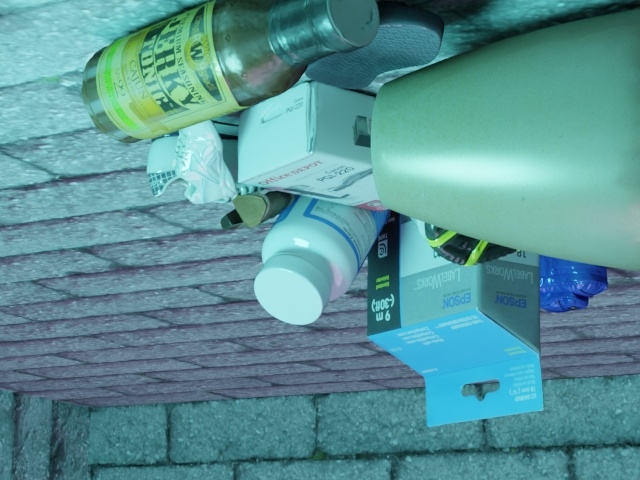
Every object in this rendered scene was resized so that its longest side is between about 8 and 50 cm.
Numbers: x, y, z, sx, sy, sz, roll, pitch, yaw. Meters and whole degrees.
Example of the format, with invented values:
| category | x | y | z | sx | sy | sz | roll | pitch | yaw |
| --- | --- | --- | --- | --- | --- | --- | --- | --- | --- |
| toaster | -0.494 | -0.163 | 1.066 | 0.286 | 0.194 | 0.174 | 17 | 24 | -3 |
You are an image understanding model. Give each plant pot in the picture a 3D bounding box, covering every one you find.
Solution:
| category | x | y | z | sx | sy | sz | roll | pitch | yaw |
| --- | --- | --- | --- | --- | --- | --- | --- | --- | --- |
| plant pot | 0.197 | -0.095 | 1.451 | 0.274 | 0.256 | 0.256 | 0 | 166 | 18 |

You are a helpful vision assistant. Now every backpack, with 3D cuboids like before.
| category | x | y | z | sx | sy | sz | roll | pitch | yaw |
| --- | --- | --- | --- | --- | --- | --- | --- | --- | --- |
| backpack | 0.403 | 0.062 | 2.378 | 0.120 | 0.101 | 0.098 | -13 | 167 | 35 |

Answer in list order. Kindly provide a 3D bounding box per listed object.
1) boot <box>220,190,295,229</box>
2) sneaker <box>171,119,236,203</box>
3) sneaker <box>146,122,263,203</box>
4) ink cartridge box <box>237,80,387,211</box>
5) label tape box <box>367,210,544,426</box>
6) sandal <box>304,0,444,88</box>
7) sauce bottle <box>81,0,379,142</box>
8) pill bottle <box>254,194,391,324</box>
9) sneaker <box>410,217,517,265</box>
| category | x | y | z | sx | sy | sz | roll | pitch | yaw |
| --- | --- | --- | --- | --- | --- | --- | --- | --- | --- |
| boot | -0.066 | -0.044 | 1.785 | 0.087 | 0.042 | 0.118 | -23 | 180 | -35 |
| sneaker | -0.143 | -0.102 | 1.707 | 0.061 | 0.053 | 0.152 | -23 | 128 | -9 |
| sneaker | -0.098 | -0.088 | 1.815 | 0.235 | 0.095 | 0.090 | 4 | 164 | -16 |
| ink cartridge box | 0.032 | -0.107 | 1.737 | 0.218 | 0.092 | 0.158 | 13 | 162 | -33 |
| label tape box | 0.166 | 0.058 | 1.884 | 0.106 | 0.333 | 0.240 | 9 | 164 | -32 |
| sandal | 0.043 | -0.201 | 1.457 | 0.097 | 0.054 | 0.254 | 14 | 172 | -19 |
| sauce bottle | -0.091 | -0.179 | 1.421 | 0.111 | 0.111 | 0.344 | 14 | 159 | -43 |
| pill bottle | 0.000 | 0.000 | 1.855 | 0.124 | 0.221 | 0.124 | 16 | 135 | 16 |
| sneaker | 0.270 | -0.097 | 1.663 | 0.385 | 0.145 | 0.147 | -14 | -145 | -18 |
